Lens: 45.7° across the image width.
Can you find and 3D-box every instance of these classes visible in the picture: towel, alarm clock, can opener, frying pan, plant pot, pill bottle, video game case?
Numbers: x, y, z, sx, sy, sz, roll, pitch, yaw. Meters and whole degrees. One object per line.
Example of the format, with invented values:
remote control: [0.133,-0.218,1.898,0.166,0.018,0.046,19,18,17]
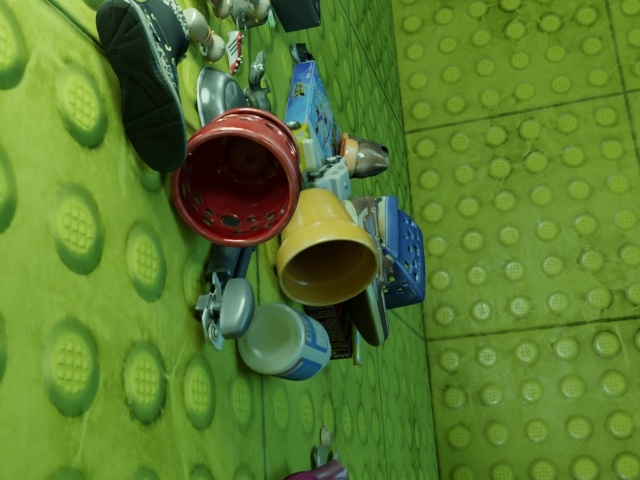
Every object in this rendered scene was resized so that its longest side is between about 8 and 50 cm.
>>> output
towel: [-0.118,-0.573,1.742,0.113,0.023,0.152,-70,148,-59]
alarm clock: [-0.147,-0.481,1.523,0.129,0.064,0.192,61,28,-52]
can opener: [-0.130,0.057,1.215,0.283,0.095,0.076,-80,157,-49]
frying pan: [-0.155,-0.152,1.343,0.197,0.053,0.326,21,58,-73]
plant pot: [0.000,0.000,1.573,0.205,0.205,0.188,64,8,-48]
plant pot: [0.122,0.029,1.919,0.212,0.236,0.236,55,30,-44]
plant pot: [-0.121,-0.110,1.176,0.174,0.191,0.191,-82,158,-62]
pill bottle: [-0.054,0.189,1.369,0.221,0.124,0.124,43,41,-67]
video game case: [-0.015,-0.269,1.884,0.269,0.061,0.244,-83,160,-44]

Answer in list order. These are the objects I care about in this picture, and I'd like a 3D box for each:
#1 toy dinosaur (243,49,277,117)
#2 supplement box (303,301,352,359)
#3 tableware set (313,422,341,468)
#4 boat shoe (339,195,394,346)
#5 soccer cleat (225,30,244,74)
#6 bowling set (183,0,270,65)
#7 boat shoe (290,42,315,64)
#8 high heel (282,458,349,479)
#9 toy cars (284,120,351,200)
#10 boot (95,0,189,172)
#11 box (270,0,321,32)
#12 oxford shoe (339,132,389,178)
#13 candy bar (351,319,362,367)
toy dinosaur: [-0.107,-0.232,1.457,0.118,0.064,0.268,-113,-172,-64]
supplement box: [0.018,0.147,1.749,0.130,0.073,0.239,-77,154,-52]
tableware set: [0.015,0.488,1.656,0.168,0.020,0.141,-58,136,-67]
boat shoe: [0.118,0.066,1.716,0.123,0.123,0.342,-9,-84,67]
soccer cleat: [-0.167,-0.357,1.440,0.029,0.036,0.083,-52,155,-61]
bowling set: [-0.132,-0.453,1.322,0.154,0.200,0.287,45,43,-67]
boat shoe: [-0.036,-0.460,1.946,0.142,0.040,0.049,42,42,-67]
high heel: [-0.024,0.596,1.374,0.181,0.127,0.377,-10,96,-46]
toy cars: [-0.007,-0.154,1.673,0.394,0.087,0.176,31,67,-61]
boot: [-0.221,-0.230,1.068,0.178,0.085,0.236,-70,147,-65]
box: [-0.063,-0.594,1.747,0.156,0.093,0.158,52,32,-66]
oxford shoe: [0.113,-0.218,2.074,0.363,0.133,0.130,-95,-167,-77]
candy bar: [0.084,0.221,1.781,0.040,0.018,0.161,48,36,-64]
